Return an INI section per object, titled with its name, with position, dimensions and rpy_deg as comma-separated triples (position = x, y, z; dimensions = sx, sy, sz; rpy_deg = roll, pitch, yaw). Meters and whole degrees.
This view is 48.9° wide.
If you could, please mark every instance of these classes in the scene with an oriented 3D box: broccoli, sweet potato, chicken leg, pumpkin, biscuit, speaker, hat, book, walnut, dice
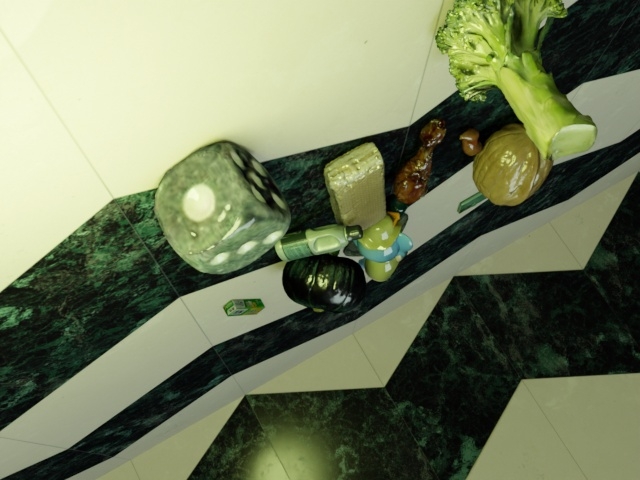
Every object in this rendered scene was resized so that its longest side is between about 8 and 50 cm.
[broccoli]
position = 0.353, -0.307, 1.224
dimensions = 0.221, 0.361, 0.252
rpy_deg = -6, 123, -20
[sweet potato]
position = 0.417, -0.267, 1.941
dimensions = 0.055, 0.058, 0.202
rpy_deg = -23, 167, 12
[chicken leg]
position = 0.260, -0.207, 1.812
dimensions = 0.113, 0.093, 0.304
rpy_deg = -42, 163, -31
[pumpkin]
position = 0.016, 0.086, 2.034
dimensions = 0.248, 0.248, 0.248
rpy_deg = -28, 163, -9
[biscuit]
position = 0.090, -0.115, 1.767
dimensions = 0.143, 0.079, 0.426
rpy_deg = -29, 163, -4
[speaker]
position = 0.237, -0.104, 2.083
dimensions = 0.094, 0.060, 0.075
rpy_deg = -25, 163, -22
[hat]
position = 0.214, 0.029, 2.321
dimensions = 0.265, 0.128, 0.265
rpy_deg = -29, 167, -7
[book]
position = 0.574, -0.149, 2.620
dimensions = 0.135, 0.017, 0.103
rpy_deg = -29, 163, -5
[walnut]
position = 0.557, -0.221, 2.033
dimensions = 0.224, 0.225, 0.261
rpy_deg = -23, 153, -25
[dice]
position = -0.177, -0.056, 1.284
dimensions = 0.182, 0.182, 0.183
rpy_deg = -36, 161, 16

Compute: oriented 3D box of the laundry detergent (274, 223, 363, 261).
[laundry detergent]
position = 0.000, 0.000, 1.822
dimensions = 0.225, 0.070, 0.099
rpy_deg = -12, 153, 15

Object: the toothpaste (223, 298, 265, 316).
[toothpaste]
position = -0.238, 0.210, 2.201
dimensions = 0.043, 0.037, 0.178
rpy_deg = -36, 163, 19

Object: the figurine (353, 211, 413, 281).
[figurine]
position = 0.165, 0.014, 2.095
dimensions = 0.153, 0.180, 0.262
rpy_deg = -29, 157, -28
